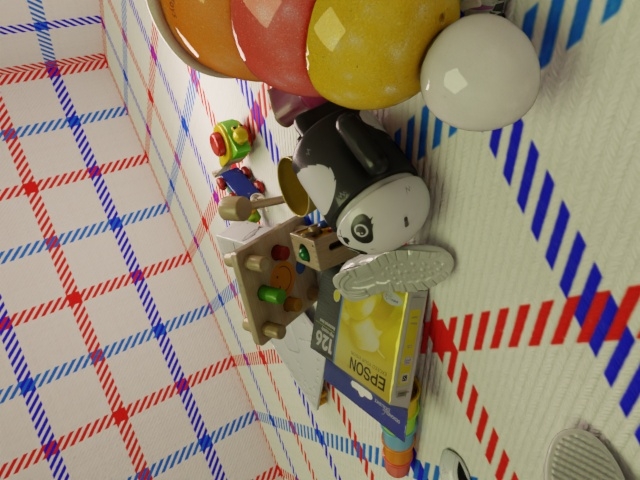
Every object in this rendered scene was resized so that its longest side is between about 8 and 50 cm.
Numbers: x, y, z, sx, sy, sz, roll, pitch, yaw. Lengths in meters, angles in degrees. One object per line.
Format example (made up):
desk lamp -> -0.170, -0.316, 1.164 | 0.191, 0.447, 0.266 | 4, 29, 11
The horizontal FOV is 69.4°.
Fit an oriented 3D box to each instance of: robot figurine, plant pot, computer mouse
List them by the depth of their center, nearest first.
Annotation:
robot figurine -> 0.058, -0.106, 0.777 | 0.174, 0.209, 0.278 | -43, 67, 25
computer mouse -> 0.292, 0.537, 0.975 | 0.106, 0.042, 0.192 | -22, 90, 65
plant pot -> -0.020, -0.128, 1.003 | 0.134, 0.095, 0.134 | 44, 145, 42

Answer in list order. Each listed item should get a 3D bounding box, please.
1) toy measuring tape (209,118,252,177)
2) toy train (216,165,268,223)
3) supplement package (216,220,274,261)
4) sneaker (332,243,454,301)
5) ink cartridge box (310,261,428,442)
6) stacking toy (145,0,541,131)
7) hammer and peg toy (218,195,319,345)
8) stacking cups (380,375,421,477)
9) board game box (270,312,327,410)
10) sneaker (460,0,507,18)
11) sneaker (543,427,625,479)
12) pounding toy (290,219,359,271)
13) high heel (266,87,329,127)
toy measuring tape -> -0.282, -0.279, 1.372 | 0.330, 0.122, 0.121 | -16, 95, 64
toy train -> -0.211, -0.104, 1.394 | 0.248, 0.105, 0.143 | 47, 157, 36
supplement package -> -0.204, 0.018, 1.382 | 0.180, 0.105, 0.105 | 15, 130, 31
sneaker -> 0.131, 0.041, 0.838 | 0.235, 0.095, 0.090 | -13, 111, 38
ink cartridge box -> 0.082, 0.213, 0.983 | 0.304, 0.072, 0.306 | 17, 99, 57
stacking toy -> 0.045, -0.273, 0.572 | 0.480, 0.351, 0.350 | 42, 146, 22
hammer and peg toy -> -0.105, 0.043, 1.145 | 0.128, 0.266, 0.360 | 6, 116, 37
stacking cups -> 0.181, 0.442, 1.062 | 0.096, 0.096, 0.315 | 36, 141, 48
board game box -> -0.085, 0.303, 1.511 | 0.390, 0.051, 0.389 | 49, 148, 35
sneaker -> 0.206, -0.270, 0.533 | 0.069, 0.038, 0.098 | 70, 164, -6
sneaker -> 0.374, 0.410, 0.661 | 0.161, 0.102, 0.281 | 38, -135, -70
pounding toy -> 0.000, 0.000, 1.010 | 0.130, 0.141, 0.100 | 19, 125, 57
high heel -> -0.044, -0.415, 0.869 | 0.182, 0.127, 0.376 | -18, 89, 35
